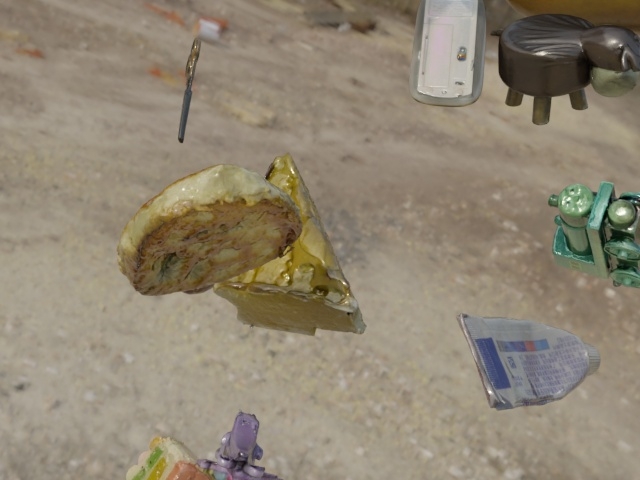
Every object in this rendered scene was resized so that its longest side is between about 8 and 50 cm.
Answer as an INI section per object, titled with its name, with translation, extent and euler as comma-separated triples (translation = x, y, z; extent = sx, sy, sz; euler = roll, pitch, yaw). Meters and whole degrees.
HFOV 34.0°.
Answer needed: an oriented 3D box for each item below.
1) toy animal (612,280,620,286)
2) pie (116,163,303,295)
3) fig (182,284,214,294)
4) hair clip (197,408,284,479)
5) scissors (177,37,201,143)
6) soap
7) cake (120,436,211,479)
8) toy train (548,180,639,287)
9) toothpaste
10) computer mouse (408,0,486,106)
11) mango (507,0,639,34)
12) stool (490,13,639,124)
[toy animal]
translation = 0.665, -0.008, 2.192
extent = 0.108, 0.236, 0.138
euler = 0, 32, 7
[pie]
translation = -0.177, -0.010, 1.621
extent = 0.315, 0.315, 0.092
euler = 3, 55, -49
[fig]
translation = -0.283, 0.005, 2.157
extent = 0.143, 0.231, 0.160
euler = -26, 30, -16
[hair clip]
translation = -0.120, 0.345, 1.628
extent = 0.137, 0.090, 0.278
euler = 21, 3, -3
[scissors]
translation = -0.237, -0.263, 1.872
extent = 0.017, 0.088, 0.220
euler = 13, 55, -14
[soap]
translation = 0.000, 0.000, 1.969
extent = 0.304, 0.339, 0.169
euler = 5, -33, 30
[cake]
translation = -0.288, 0.415, 1.684
extent = 0.109, 0.225, 0.090
euler = 36, -23, 45
[toy train]
translation = 0.500, -0.013, 1.861
extent = 0.194, 0.120, 0.298
euler = 17, -14, 23
[toothpaste]
translation = 0.251, 0.141, 1.215
extent = 0.282, 0.068, 0.099
euler = 6, 28, -51
[computer mouse]
translation = 0.176, -0.263, 1.439
extent = 0.102, 0.199, 0.045
euler = 3, -28, 7
[mango]
translation = 0.471, -0.430, 1.473
extent = 0.445, 0.300, 0.232
euler = -8, 31, 25
[stool]
translation = 0.314, -0.219, 1.324
extent = 0.217, 0.121, 0.125
euler = 14, 39, 32
